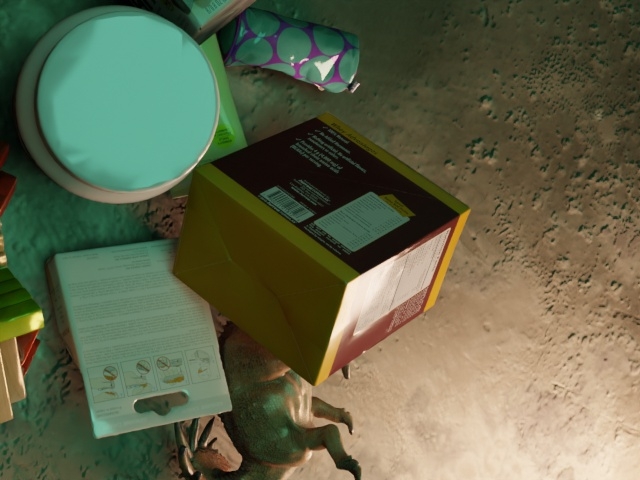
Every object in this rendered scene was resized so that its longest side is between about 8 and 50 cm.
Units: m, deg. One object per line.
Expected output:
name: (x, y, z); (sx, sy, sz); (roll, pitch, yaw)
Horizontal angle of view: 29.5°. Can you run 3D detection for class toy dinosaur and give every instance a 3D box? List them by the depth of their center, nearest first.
toy dinosaur: (-0.065, 0.160, 1.228); (0.200, 0.127, 0.296); (-3, 79, -2)

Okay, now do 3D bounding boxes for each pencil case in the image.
pencil case: (-0.033, -0.195, 1.254); (0.151, 0.064, 0.070); (11, 122, -29)

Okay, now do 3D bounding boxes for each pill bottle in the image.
pill bottle: (-0.178, -0.114, 1.032); (0.161, 0.283, 0.161); (-1, 95, -15)

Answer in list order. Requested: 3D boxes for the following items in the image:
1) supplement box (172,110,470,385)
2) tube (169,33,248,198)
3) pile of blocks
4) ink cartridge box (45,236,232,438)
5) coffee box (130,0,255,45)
supplement box: (0.000, 0.000, 1.163); (0.194, 0.191, 0.129); (-28, 145, -43)
tube: (-0.127, -0.165, 1.201); (0.062, 0.070, 0.240); (-19, 103, -39)
pile of blocks: (-0.303, -0.014, 1.057); (0.112, 0.149, 0.362); (-20, 102, -28)
ink cartridge box: (-0.173, 0.092, 1.168); (0.145, 0.045, 0.179); (-8, 78, -30)
coffee box: (-0.153, -0.338, 1.095); (0.168, 0.119, 0.297); (-42, 95, -15)
